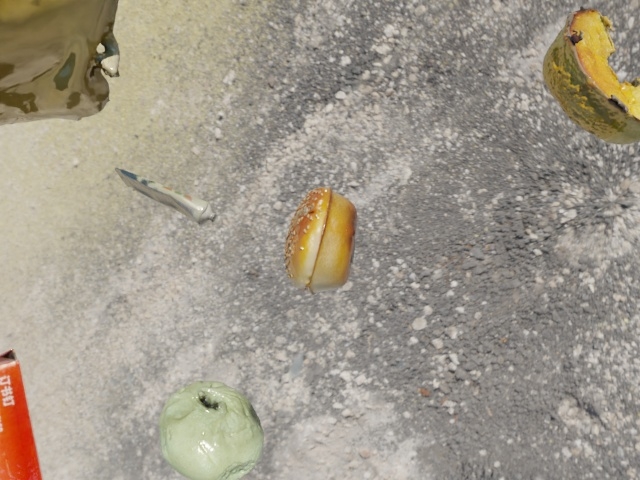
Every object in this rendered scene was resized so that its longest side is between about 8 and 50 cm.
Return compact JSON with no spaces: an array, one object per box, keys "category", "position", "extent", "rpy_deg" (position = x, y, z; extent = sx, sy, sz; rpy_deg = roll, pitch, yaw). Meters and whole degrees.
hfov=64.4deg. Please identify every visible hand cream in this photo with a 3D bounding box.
[{"category":"hand cream","position":[-0.229,-0.065,0.758],"extent":[0.165,0.057,0.037],"rpy_deg":[24,68,10]}]

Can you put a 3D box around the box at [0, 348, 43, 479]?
[{"category":"box","position":[-0.356,0.253,0.587],"extent":[0.123,0.050,0.230],"rpy_deg":[-40,65,49]}]

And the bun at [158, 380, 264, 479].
[{"category":"bun","position":[-0.203,0.359,0.983],"extent":[0.221,0.221,0.108],"rpy_deg":[37,108,23]}]

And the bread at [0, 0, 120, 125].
[{"category":"bread","position":[-0.317,-0.209,0.252],"extent":[0.250,0.394,0.361],"rpy_deg":[-2,112,39]}]

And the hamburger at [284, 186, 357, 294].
[{"category":"hamburger","position":[0.000,0.002,1.042],"extent":[0.147,0.237,0.237],"rpy_deg":[7,98,2]}]

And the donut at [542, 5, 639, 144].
[{"category":"donut","position":[0.341,-0.189,0.615],"extent":[0.181,0.146,0.078],"rpy_deg":[48,144,2]}]
